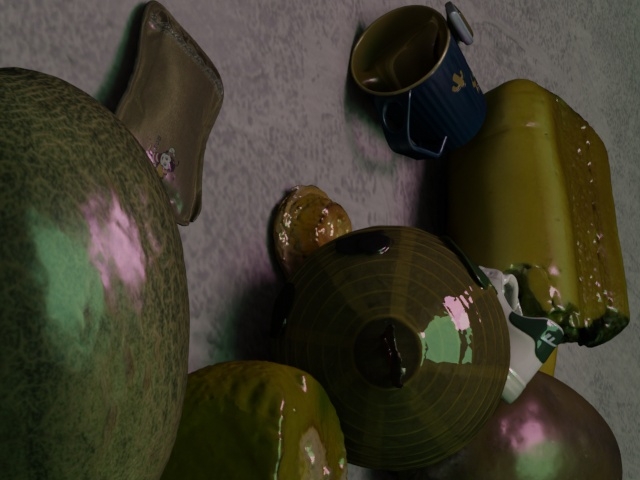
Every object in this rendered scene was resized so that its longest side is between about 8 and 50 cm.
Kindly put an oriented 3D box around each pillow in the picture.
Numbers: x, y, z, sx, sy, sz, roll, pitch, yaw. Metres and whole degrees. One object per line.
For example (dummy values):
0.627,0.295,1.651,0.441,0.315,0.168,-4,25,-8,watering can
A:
-0.141,-0.122,1.071,0.130,0.033,0.218,49,35,-36,pillow

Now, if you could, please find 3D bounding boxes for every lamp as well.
0.065,0.109,1.134,0.284,0.250,0.250,2,79,-86,lamp

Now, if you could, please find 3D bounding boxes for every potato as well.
0.235,0.277,1.380,0.243,0.221,0.326,-51,130,-6,potato

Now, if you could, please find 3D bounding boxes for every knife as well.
0.176,-0.280,1.500,0.061,0.027,0.343,60,11,-6,knife

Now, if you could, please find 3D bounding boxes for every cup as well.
0.125,-0.175,1.423,0.155,0.131,0.177,42,53,-49,cup

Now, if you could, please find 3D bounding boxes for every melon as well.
-0.209,0.049,0.753,0.248,0.248,0.329,-10,89,-57,melon

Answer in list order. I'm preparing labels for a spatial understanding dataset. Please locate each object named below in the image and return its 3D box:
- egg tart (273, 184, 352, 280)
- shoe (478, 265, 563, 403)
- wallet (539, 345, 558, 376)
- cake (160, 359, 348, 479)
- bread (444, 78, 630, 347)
0.000,0.000,1.259,0.128,0.049,0.129,14,73,-54,egg tart
0.172,0.070,1.323,0.095,0.110,0.265,44,6,-49,shoe
0.290,0.105,1.663,0.141,0.067,0.241,53,38,-28,wallet
-0.063,0.239,1.016,0.179,0.156,0.261,36,57,-67,cake
0.268,-0.018,1.509,0.251,0.208,0.377,34,49,-42,bread
